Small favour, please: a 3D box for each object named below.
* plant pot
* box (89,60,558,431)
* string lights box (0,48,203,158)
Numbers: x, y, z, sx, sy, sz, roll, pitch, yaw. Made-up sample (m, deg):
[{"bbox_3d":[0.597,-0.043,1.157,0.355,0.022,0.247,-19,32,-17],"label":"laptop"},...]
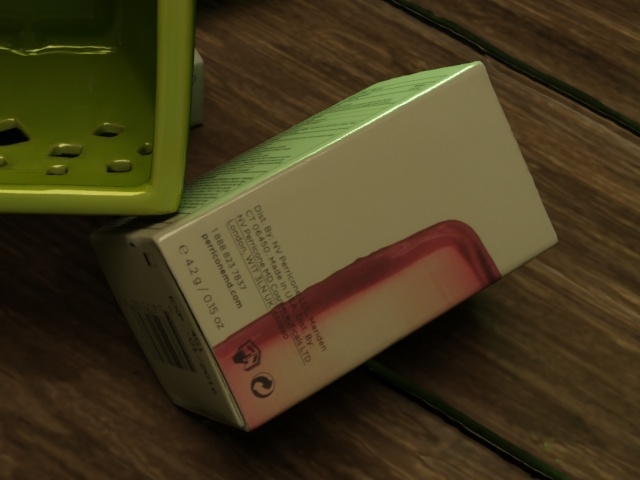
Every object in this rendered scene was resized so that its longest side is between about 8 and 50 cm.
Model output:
[{"bbox_3d":[-0.182,-0.155,0.833,0.228,0.227,0.207,3,21,-2],"label":"plant pot"},{"bbox_3d":[0.000,0.000,0.874,0.232,0.148,0.127,-29,102,-20],"label":"box"},{"bbox_3d":[-0.225,-0.103,0.991,0.260,0.076,0.133,-24,63,-18],"label":"string lights box"}]
